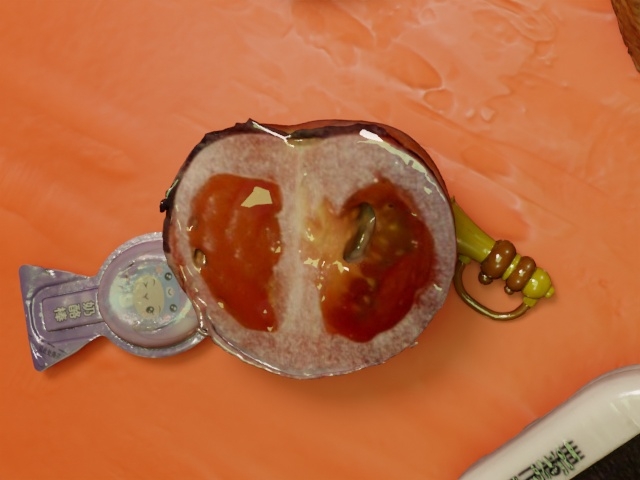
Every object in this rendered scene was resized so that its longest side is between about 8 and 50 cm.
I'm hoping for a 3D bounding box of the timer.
[{"bbox_3d":[0.226,0.226,0.705,0.262,0.087,0.237,-41,80,22],"label":"timer"}]

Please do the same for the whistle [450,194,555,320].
[{"bbox_3d":[0.129,0.021,0.774,0.109,0.046,0.057,39,81,4],"label":"whistle"}]

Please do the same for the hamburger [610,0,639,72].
[{"bbox_3d":[0.262,-0.272,0.676,0.162,0.209,0.329,-9,88,11],"label":"hamburger"}]

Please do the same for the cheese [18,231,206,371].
[{"bbox_3d":[-0.163,0.051,0.830,0.191,0.042,0.105,-13,84,13],"label":"cheese"}]

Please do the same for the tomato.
[{"bbox_3d":[0.000,0.000,0.765,0.228,0.112,0.199,8,104,17],"label":"tomato"}]
